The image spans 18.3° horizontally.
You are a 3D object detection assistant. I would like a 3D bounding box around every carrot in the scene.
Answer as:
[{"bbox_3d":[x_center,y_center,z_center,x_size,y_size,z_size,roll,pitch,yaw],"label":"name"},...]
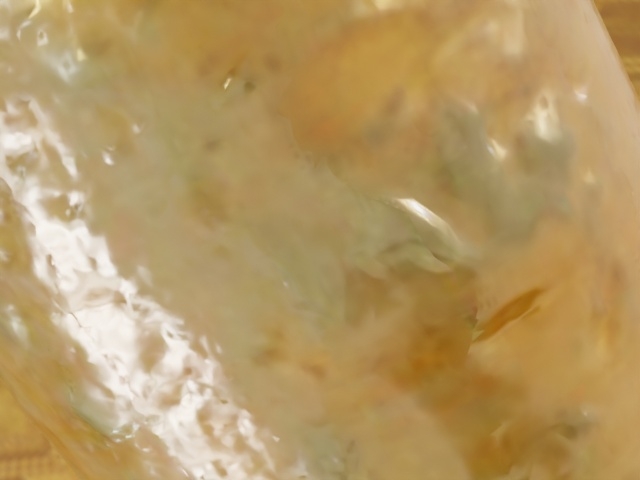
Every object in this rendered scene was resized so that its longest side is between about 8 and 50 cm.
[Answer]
[{"bbox_3d":[0.000,0.000,0.621,0.224,0.224,0.340,-33,101,-17],"label":"carrot"}]
